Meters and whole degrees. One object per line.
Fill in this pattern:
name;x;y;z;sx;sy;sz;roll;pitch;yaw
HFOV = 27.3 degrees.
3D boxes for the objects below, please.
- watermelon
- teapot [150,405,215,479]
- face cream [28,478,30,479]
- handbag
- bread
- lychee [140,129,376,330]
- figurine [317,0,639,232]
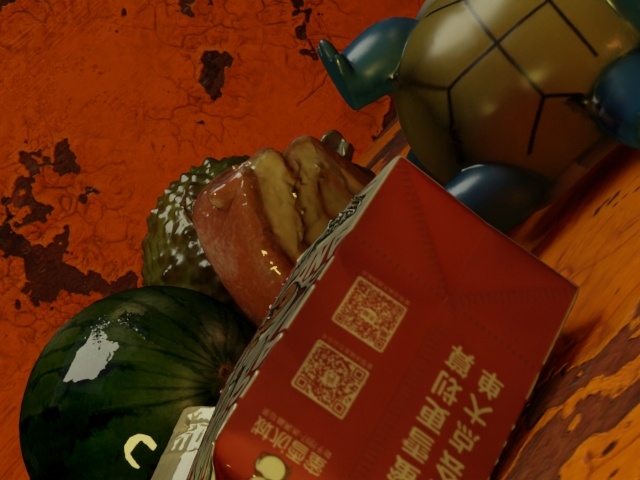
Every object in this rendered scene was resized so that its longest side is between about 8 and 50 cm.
watermelon;-0.149;0.160;1.170;0.242;0.242;0.242;-46;5;5
teapot;-0.088;0.223;0.939;0.107;0.077;0.200;0;53;38
face cream;-0.269;0.317;1.418;0.149;0.149;0.104;-44;5;33
handbag;0.009;0.119;0.757;0.298;0.151;0.171;-58;6;-32
bread;-0.005;0.009;1.190;0.123;0.244;0.190;-34;28;52
lychee;-0.066;0.029;1.420;0.270;0.269;0.320;-52;-32;-46
figurine;0.162;-0.125;1.047;0.243;0.298;0.416;-5;-36;-37
